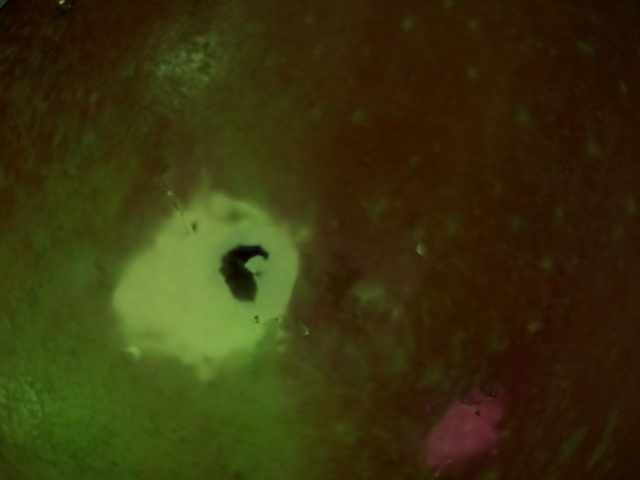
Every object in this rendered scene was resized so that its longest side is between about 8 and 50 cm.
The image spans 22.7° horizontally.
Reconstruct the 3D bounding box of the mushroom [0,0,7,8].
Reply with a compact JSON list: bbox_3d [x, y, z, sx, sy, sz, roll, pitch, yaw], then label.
[{"bbox_3d":[-0.151,-0.220,0.843,0.328,0.122,0.159,-36,116,27],"label":"mushroom"}]

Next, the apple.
[{"bbox_3d":[0.000,0.000,0.659,0.348,0.348,0.277,1,78,27],"label":"apple"}]
